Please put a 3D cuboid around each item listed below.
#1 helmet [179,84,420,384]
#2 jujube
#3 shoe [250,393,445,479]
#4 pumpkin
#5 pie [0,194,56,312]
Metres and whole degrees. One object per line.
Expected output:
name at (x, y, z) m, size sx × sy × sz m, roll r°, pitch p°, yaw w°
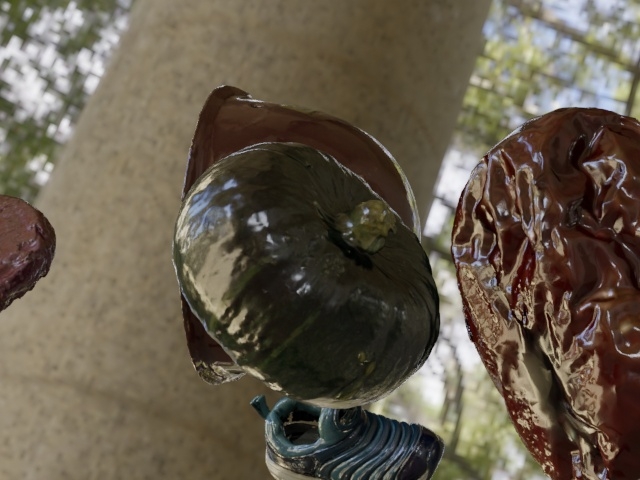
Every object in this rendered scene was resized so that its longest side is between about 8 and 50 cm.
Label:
helmet at (0.000, 0.000, 1.860) m, size 0.230 × 0.338 × 0.385 m, roll 2°, pitch -6°, yaw 17°
jujube at (0.277, 0.063, 1.601) m, size 0.276 × 0.377 × 0.276 m, roll -11°, pitch -25°, yaw -5°
shoe at (0.027, 0.205, 1.691) m, size 0.207 × 0.091 × 0.106 m, roll 5°, pitch -45°, yaw 27°
pumpkin at (-0.006, 0.022, 1.187) m, size 0.211 × 0.212 × 0.152 m, roll 30°, pitch -71°, yaw -17°
pie at (-0.282, 0.014, 1.304) m, size 0.154 × 0.154 × 0.036 m, roll 7°, pitch -49°, yaw 23°
